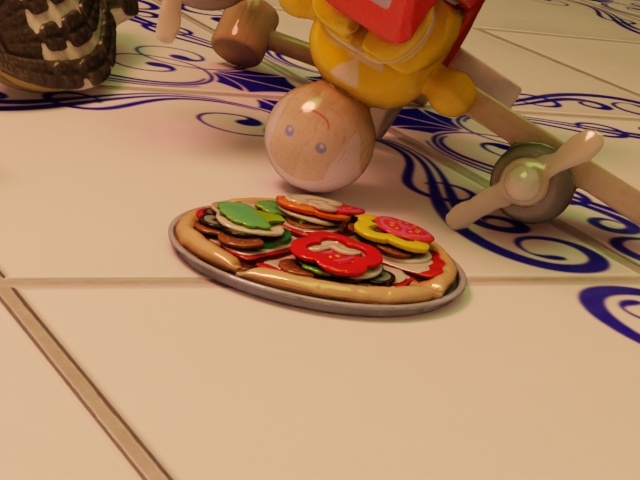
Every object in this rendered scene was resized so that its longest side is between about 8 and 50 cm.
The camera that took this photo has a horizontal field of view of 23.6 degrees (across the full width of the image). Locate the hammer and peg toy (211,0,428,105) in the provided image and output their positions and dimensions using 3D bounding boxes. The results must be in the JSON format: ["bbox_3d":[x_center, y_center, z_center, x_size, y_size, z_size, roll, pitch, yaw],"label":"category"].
[{"bbox_3d":[0.033,-0.274,1.487,0.266,0.127,0.361,19,-23,-9],"label":"hammer and peg toy"}]

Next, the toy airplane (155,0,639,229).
[{"bbox_3d":[0.048,-0.149,1.225,0.386,0.272,0.384,18,-22,51],"label":"toy airplane"}]

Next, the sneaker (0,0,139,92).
[{"bbox_3d":[-0.291,-0.209,1.430,0.182,0.158,0.410,-19,16,10],"label":"sneaker"}]

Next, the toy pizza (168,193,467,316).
[{"bbox_3d":[0.000,0.000,1.016,0.201,0.032,0.201,10,17,-3],"label":"toy pizza"}]
